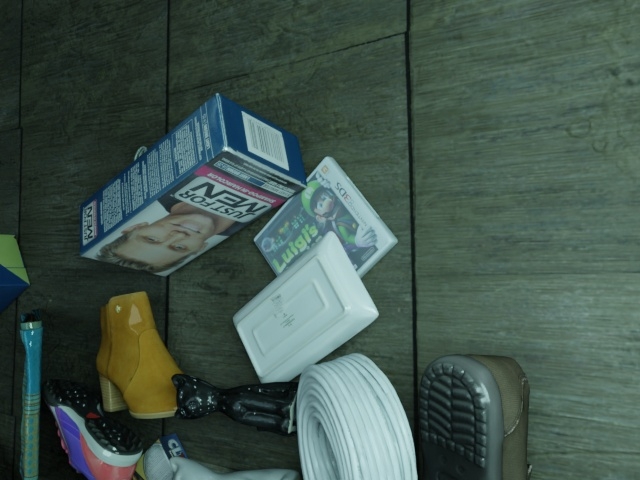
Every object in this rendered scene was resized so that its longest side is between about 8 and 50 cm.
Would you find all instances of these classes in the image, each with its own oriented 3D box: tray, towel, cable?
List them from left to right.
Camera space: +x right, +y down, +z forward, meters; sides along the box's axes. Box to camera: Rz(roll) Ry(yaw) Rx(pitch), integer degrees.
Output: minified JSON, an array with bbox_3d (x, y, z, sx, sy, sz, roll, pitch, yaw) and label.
[{"bbox_3d":[-0.587,0.333,1.225,0.271,0.040,0.370,178,94,-64],"label":"towel"},{"bbox_3d":[-0.041,0.116,0.911,0.270,0.030,0.145,-42,66,35],"label":"tray"},{"bbox_3d":[0.036,0.277,0.774,0.257,0.089,0.257,-127,36,-56],"label":"cable"}]

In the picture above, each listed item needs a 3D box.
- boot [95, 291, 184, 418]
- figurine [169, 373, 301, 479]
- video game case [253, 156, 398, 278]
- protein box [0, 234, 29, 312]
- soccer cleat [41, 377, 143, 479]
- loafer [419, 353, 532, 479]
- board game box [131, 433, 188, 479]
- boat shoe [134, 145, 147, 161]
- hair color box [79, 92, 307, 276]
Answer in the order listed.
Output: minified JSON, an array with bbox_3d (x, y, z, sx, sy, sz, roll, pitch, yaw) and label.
[{"bbox_3d":[-0.303,0.195,1.068,0.295,0.104,0.211,-9,83,38],"label":"boot"},{"bbox_3d":[-0.135,0.312,0.919,0.210,0.092,0.214,4,91,15],"label":"figurine"},{"bbox_3d":[0.000,0.000,0.917,0.190,0.022,0.173,-47,64,24],"label":"video game case"},{"bbox_3d":[-0.807,0.091,1.359,0.201,0.200,0.136,-35,69,28],"label":"protein box"},{"bbox_3d":[-0.446,0.361,1.137,0.318,0.109,0.116,23,95,41],"label":"soccer cleat"},{"bbox_3d":[0.194,0.295,0.707,0.134,0.130,0.365,24,120,49],"label":"loafer"},{"bbox_3d":[-0.304,0.485,1.092,0.243,0.042,0.165,-46,64,24],"label":"board game box"},{"bbox_3d":[-0.283,-0.122,1.082,0.255,0.079,0.095,-19,78,32],"label":"boat shoe"},{"bbox_3d":[-0.208,-0.069,0.962,0.347,0.174,0.105,-29,58,31],"label":"hair color box"}]
